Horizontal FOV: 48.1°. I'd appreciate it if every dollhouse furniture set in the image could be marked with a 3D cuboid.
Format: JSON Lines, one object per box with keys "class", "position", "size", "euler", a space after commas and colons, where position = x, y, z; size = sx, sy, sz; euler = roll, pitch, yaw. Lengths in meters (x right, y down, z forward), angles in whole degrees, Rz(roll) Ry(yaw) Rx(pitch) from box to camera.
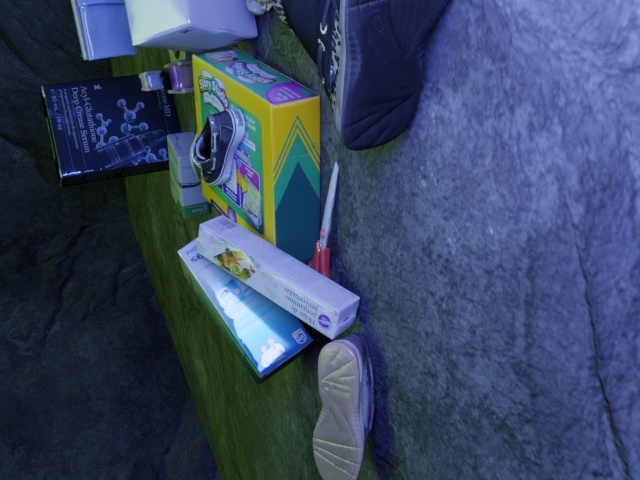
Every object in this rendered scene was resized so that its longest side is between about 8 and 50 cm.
{"class": "dollhouse furniture set", "position": [-0.382, -0.457, 1.560], "size": [0.198, 0.303, 0.287], "euler": [5, 107, 43]}

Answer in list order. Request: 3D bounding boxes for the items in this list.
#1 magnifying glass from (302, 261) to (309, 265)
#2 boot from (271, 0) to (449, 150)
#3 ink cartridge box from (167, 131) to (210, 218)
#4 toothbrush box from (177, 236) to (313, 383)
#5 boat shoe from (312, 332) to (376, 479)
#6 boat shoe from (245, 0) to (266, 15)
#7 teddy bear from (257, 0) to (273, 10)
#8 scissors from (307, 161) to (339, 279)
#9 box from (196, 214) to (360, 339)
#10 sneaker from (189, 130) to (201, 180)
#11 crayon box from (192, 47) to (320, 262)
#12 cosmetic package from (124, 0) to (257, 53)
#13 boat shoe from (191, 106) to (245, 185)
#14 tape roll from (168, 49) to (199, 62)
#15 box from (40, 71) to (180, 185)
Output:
{"class": "magnifying glass", "position": [-0.022, 0.075, 1.382], "size": [0.231, 0.026, 0.092], "euler": [-151, 52, -61]}
{"class": "boot", "position": [0.037, -0.331, 0.860], "size": [0.378, 0.138, 0.284], "euler": [95, 154, -51]}
{"class": "ink cartridge box", "position": [-0.388, -0.194, 2.111], "size": [0.153, 0.086, 0.209], "euler": [-123, 28, -45]}
{"class": "toothbrush box", "position": [-0.157, 0.132, 1.462], "size": [0.296, 0.126, 0.216], "euler": [53, 165, 10]}
{"class": "boat shoe", "position": [0.049, 0.292, 1.219], "size": [0.102, 0.092, 0.286], "euler": [11, 111, 34]}
{"class": "boat shoe", "position": [-0.122, -0.480, 1.318], "size": [0.045, 0.050, 0.136], "euler": [-43, 63, 53]}
{"class": "teddy bear", "position": [-0.114, -0.561, 1.195], "size": [0.338, 0.113, 0.245], "euler": [62, 162, 20]}
{"class": "scissors", "position": [0.000, 0.000, 1.255], "size": [0.109, 0.021, 0.297], "euler": [-143, 50, -61]}
{"class": "box", "position": [-0.081, 0.057, 1.247], "size": [0.323, 0.067, 0.063], "euler": [29, 126, 26]}
{"class": "sneaker", "position": [-0.237, -0.215, 1.682], "size": [0.121, 0.111, 0.300], "euler": [60, 155, 30]}
{"class": "crayon box", "position": [-0.126, -0.169, 1.374], "size": [0.363, 0.106, 0.313], "euler": [41, 137, 49]}
{"class": "cosmetic package", "position": [-0.261, -0.558, 1.334], "size": [0.156, 0.217, 0.386], "euler": [-5, 94, 31]}
{"class": "boat shoe", "position": [-0.201, -0.169, 1.318], "size": [0.078, 0.070, 0.219], "euler": [65, 152, 19]}
{"class": "tape roll", "position": [-0.338, -0.522, 1.822], "size": [0.219, 0.072, 0.219], "euler": [169, 90, -70]}
{"class": "box", "position": [-0.676, -0.360, 2.336], "size": [0.212, 0.395, 0.294], "euler": [168, 89, -69]}
